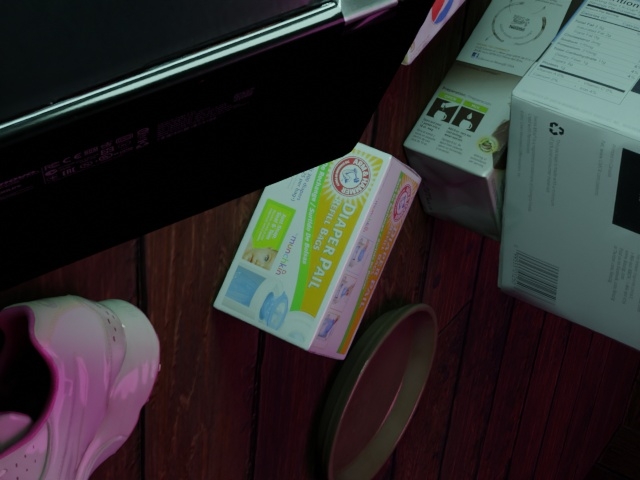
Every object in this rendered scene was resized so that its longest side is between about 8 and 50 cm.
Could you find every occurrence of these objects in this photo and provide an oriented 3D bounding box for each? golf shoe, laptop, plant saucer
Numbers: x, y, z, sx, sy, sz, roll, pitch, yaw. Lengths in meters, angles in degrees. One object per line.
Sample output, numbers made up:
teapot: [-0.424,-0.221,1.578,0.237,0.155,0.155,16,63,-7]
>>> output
golf shoe: [-0.232,0.180,0.956,0.140,0.115,0.306,23,84,-56]
laptop: [-0.162,-0.144,0.652,0.382,0.236,0.408,-22,169,-13]
plant saucer: [0.072,0.205,1.678,0.278,0.041,0.278,-47,150,-38]

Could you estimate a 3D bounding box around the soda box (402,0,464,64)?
soda box: [0.113,-0.274,1.287,0.216,0.069,0.074,-50,152,-32]

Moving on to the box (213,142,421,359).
box: [0.000,0.000,1.245,0.203,0.114,0.103,-67,157,-1]

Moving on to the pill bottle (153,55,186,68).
pill bottle: [-0.127,-0.232,0.717,0.152,0.152,0.272,-51,153,-31]

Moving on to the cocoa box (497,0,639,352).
cocoa box: [0.365,-0.079,1.489,0.228,0.231,0.347,-50,152,-31]

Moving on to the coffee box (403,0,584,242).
coffee box: [0.234,-0.172,1.570,0.297,0.119,0.168,-59,154,-17]
